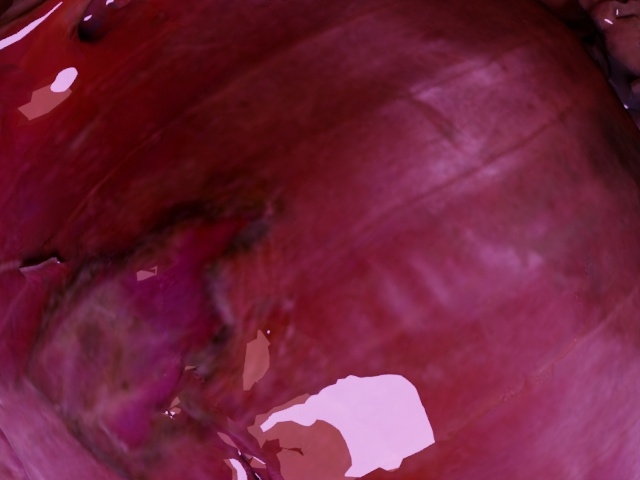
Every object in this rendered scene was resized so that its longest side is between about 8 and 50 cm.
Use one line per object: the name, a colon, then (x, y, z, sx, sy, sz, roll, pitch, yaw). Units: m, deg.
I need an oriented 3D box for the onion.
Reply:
onion: (-0.023, 0.014, 0.509, 0.354, 0.353, 0.353, 10, 136, 10)
